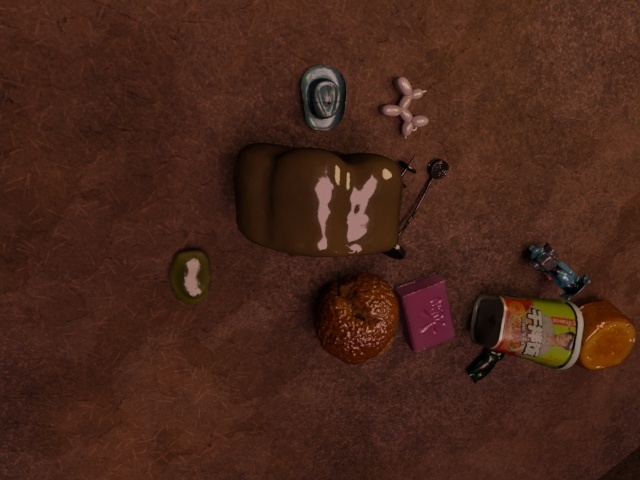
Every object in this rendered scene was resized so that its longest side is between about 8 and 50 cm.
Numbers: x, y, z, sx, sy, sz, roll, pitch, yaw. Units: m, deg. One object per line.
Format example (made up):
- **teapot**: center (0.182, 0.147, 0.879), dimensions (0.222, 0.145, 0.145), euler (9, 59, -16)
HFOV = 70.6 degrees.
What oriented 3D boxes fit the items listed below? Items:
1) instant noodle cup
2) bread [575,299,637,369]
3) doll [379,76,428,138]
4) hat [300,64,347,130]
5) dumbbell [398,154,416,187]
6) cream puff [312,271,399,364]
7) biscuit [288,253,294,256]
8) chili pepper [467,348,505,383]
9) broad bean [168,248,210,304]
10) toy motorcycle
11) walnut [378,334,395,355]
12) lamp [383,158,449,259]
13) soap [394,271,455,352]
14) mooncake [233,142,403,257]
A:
- **instant noodle cup**: center (0.755, 0.324, 1.702), dimensions (0.308, 0.294, 0.293), euler (12, 105, -11)
- **bread**: center (1.149, 0.394, 1.883), dimensions (0.313, 0.172, 0.311), euler (-5, 112, -13)
- **doll**: center (0.269, -0.409, 1.413), dimensions (0.160, 0.059, 0.160), euler (23, 100, -21)
- **hat**: center (0.014, -0.415, 1.325), dimensions (0.139, 0.078, 0.190), euler (-10, 111, -15)
- **dumbbell**: center (0.267, -0.216, 1.472), dimensions (0.069, 0.069, 0.147), euler (32, 98, -23)
- **cream puff**: center (0.104, 0.234, 1.460), dimensions (0.303, 0.303, 0.212), euler (-42, 126, 1)
- **biscuit**: center (-0.006, -0.001, 1.448), dimensions (0.206, 0.126, 0.025), euler (-18, 73, -8)
- **chili pepper**: center (0.683, 0.493, 1.845), dimensions (0.098, 0.061, 0.224), euler (28, 97, -30)
- **broad bean**: center (-0.400, 0.114, 1.395), dimensions (0.125, 0.082, 0.174), euler (-10, 101, -13)
- **toy motorcycle**: center (0.898, 0.119, 1.712), dimensions (0.272, 0.182, 0.123), euler (34, 109, -22)
- **walnut**: center (0.197, 0.336, 1.645), dimensions (0.143, 0.069, 0.170), euler (-3, 108, -14)
- **lamp**: center (0.331, -0.095, 1.512), dimensions (0.130, 0.108, 0.371), euler (39, 94, -28)
- **soap**: center (0.387, 0.265, 1.668), dimensions (0.181, 0.081, 0.259), euler (-19, 112, -9)
- **mooncake**: center (0.002, -0.122, 1.233), dimensions (0.468, 0.467, 0.261), euler (1, 102, -16)
